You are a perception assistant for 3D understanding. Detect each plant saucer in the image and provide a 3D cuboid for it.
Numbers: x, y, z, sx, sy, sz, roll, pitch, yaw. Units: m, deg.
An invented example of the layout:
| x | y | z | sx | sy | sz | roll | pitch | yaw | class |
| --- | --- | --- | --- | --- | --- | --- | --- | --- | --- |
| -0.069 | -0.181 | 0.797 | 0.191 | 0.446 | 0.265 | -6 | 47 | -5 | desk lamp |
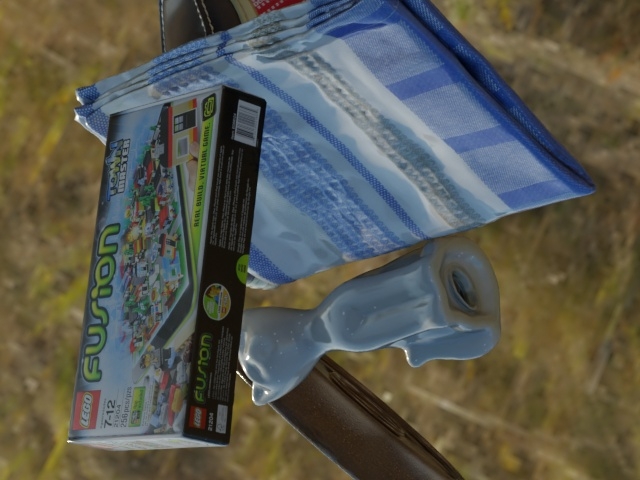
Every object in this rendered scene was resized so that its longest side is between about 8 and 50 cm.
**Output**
| x | y | z | sx | sy | sz | roll | pitch | yaw | class |
| --- | --- | --- | --- | --- | --- | --- | --- | --- | --- |
| 0.029 | 0.163 | 1.710 | 0.310 | 0.050 | 0.310 | 40 | -179 | -1 | plant saucer |

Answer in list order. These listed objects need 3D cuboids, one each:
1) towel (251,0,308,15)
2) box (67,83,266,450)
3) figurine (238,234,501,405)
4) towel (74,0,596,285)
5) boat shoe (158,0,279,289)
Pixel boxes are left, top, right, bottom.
| x | y | z | sx | sy | sz | roll | pitch | yaw | class |
| --- | --- | --- | --- | --- | --- | --- | --- | --- | --- |
| 0.002 | -0.157 | 1.757 | 0.275 | 0.199 | 0.031 | 50 | 168 | 30 | towel |
| -0.091 | 0.019 | 1.121 | 0.036 | 0.207 | 0.114 | 17 | 162 | -40 | box |
| 0.000 | 0.000 | 1.312 | 0.209 | 0.214 | 0.092 | -19 | 176 | 33 | figurine |
| 0.001 | -0.058 | 1.182 | 0.285 | 0.034 | 0.209 | -16 | 132 | 43 | towel |
| -0.090 | -0.093 | 1.449 | 0.092 | 0.285 | 0.103 | 1 | 152 | -28 | boat shoe |
